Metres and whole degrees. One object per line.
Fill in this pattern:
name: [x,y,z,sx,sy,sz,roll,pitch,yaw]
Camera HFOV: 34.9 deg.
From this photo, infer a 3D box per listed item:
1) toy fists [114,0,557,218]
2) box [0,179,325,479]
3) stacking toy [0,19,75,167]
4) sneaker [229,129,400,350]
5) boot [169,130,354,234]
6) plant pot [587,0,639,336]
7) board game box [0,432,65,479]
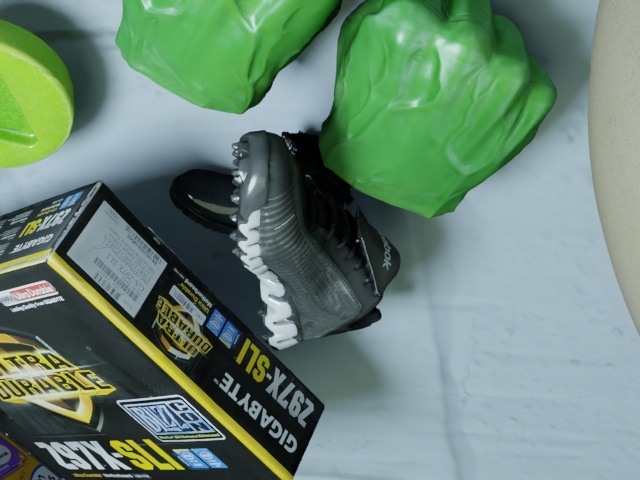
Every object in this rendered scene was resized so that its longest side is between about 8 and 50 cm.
toy fists: [0.010,-0.128,0.627,0.279,0.096,0.142,28,143,-6]
box: [-0.192,0.094,0.813,0.322,0.079,0.257,-12,131,43]
stacking toy: [-0.333,-0.151,0.731,0.309,0.130,0.279,-28,136,31]
sneaker: [0.000,0.000,0.688,0.106,0.078,0.234,-5,148,3]
boot: [-0.038,-0.041,0.741,0.121,0.045,0.099,27,133,-13]
plant pot: [0.246,-0.082,0.501,0.284,0.284,0.191,-39,72,37]
board game box: [-0.421,0.379,0.931,0.356,0.356,0.356,40,114,-19]
